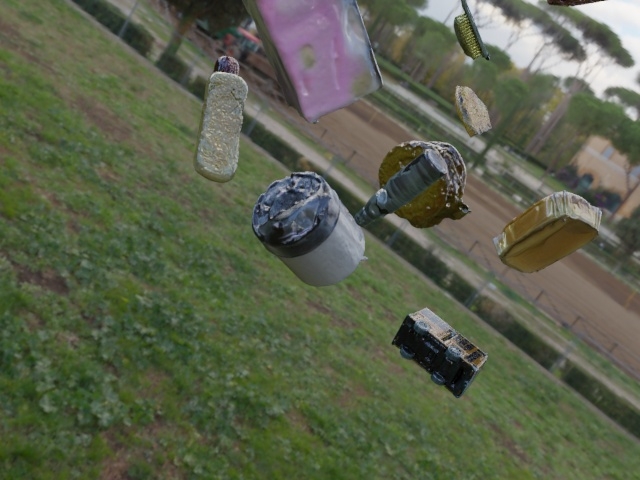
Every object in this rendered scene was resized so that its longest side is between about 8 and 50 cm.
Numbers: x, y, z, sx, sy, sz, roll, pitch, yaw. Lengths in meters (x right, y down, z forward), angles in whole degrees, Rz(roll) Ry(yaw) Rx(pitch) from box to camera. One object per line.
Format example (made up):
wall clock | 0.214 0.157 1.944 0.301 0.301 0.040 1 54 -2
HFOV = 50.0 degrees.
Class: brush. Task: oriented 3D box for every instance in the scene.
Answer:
brush | 0.363 -0.585 1.777 0.296 0.060 0.068 59 16 -32

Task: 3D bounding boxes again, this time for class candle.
candle | 0.000 0.000 1.481 0.187 0.187 0.330 47 0 40

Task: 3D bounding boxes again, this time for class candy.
candy | -0.028 -0.287 0.824 0.265 0.116 0.155 66 -6 -28

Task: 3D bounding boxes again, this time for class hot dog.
hot dog | -0.194 -0.213 1.325 0.084 0.073 0.242 10 64 -15

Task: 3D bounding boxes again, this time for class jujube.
jujube | -0.290 -0.492 2.061 0.077 0.129 0.077 14 -20 5

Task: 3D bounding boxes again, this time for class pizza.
pizza | 0.362 -0.303 1.647 0.099 0.036 0.160 17 54 -35

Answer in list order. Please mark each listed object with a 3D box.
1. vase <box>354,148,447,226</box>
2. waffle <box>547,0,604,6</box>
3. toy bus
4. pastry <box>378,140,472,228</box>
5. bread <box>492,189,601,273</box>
vase | 0.144 -0.090 1.304 0.060 0.211 0.060 31 39 -29
waffle | 0.756 -0.701 1.956 0.221 0.055 0.234 0 17 20
toy bus | 0.251 0.229 1.420 0.182 0.091 0.103 38 30 26
pastry | 0.268 -0.154 1.857 0.132 0.240 0.235 0 79 -40
bread | 0.548 -0.019 1.673 0.136 0.241 0.107 25 50 -21
